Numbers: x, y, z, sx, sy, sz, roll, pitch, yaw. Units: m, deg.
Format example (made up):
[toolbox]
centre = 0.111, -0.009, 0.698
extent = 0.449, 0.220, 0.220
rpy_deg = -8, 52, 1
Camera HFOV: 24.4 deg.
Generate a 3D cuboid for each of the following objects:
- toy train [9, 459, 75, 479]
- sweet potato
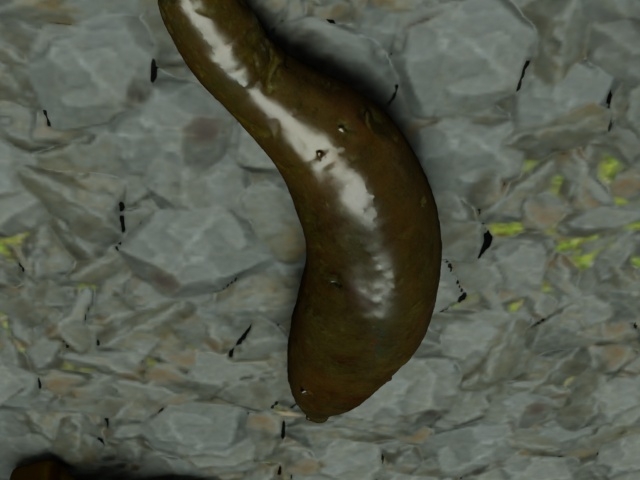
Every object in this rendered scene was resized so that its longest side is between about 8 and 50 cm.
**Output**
[toy train]
centre = -0.142, 0.311, 1.022
extent = 0.249, 0.178, 0.429
rpy_deg = -15, 136, 27
[sweet potato]
centre = 0.006, -0.002, 0.751
extent = 0.108, 0.079, 0.346
rpy_deg = 0, 136, 16
